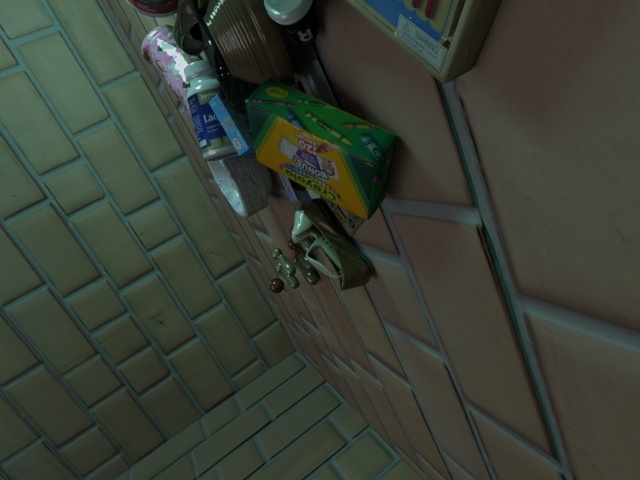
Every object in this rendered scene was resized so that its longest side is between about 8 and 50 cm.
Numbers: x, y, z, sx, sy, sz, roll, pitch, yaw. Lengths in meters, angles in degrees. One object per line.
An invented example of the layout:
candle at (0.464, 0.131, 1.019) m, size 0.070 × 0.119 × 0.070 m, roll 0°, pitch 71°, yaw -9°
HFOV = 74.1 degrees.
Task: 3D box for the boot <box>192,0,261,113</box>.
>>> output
boot at (-0.215, -0.426, 1.057) m, size 0.223 × 0.118 × 0.338 m, roll 117°, pitch 136°, yaw -73°

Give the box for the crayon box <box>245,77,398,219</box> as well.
crayon box at (-0.001, -0.172, 0.806) m, size 0.278 × 0.081 × 0.165 m, roll 30°, pitch 154°, yaw 17°

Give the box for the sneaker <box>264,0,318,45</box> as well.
sneaker at (-0.033, -0.357, 0.674) m, size 0.121 × 0.079 × 0.217 m, roll 53°, pitch -164°, yaw -47°

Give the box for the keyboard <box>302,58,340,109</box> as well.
keyboard at (0.033, -0.237, 0.867) m, size 0.072 × 0.014 × 0.256 m, roll 8°, pitch 128°, yaw 62°

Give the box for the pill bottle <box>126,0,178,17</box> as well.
pill bottle at (-0.404, -0.695, 0.995) m, size 0.176 × 0.176 × 0.318 m, roll 59°, pitch 163°, yaw -3°

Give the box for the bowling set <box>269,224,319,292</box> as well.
bowling set at (-0.126, 0.082, 1.555) m, size 0.154 × 0.199 × 0.287 m, roll 49°, pitch 157°, yaw 31°

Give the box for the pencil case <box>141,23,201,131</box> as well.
pencil case at (-0.442, -0.532, 1.422) m, size 0.386 × 0.167 × 0.160 m, roll 55°, pitch -166°, yaw 9°

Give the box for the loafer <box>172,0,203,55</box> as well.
loafer at (-0.353, -0.584, 1.186) m, size 0.087 × 0.094 × 0.251 m, roll 63°, pitch 163°, yaw -2°

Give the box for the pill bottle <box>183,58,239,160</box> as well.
pill bottle at (-0.304, -0.379, 1.249) m, size 0.153 × 0.153 × 0.265 m, roll 6°, pitch 112°, yaw 69°

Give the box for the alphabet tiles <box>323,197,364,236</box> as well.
alphabet tiles at (0.031, -0.136, 1.048) m, size 0.237 × 0.009 × 0.198 m, roll 55°, pitch 163°, yaw 9°

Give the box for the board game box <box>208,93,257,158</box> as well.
board game box at (-0.195, -0.296, 1.144) m, size 0.160 × 0.039 × 0.211 m, roll 60°, pitch -161°, yaw 4°

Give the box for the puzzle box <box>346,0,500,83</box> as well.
puzzle box at (0.052, -0.402, 0.461) m, size 0.409 × 0.052 × 0.272 m, roll 51°, pitch 161°, yaw 22°

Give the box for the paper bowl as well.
paper bowl at (-0.274, -0.233, 1.481) m, size 0.284 × 0.148 × 0.284 m, roll 51°, pitch 162°, yaw 24°

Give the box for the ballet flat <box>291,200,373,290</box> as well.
ballet flat at (0.000, 0.000, 1.171) m, size 0.342 × 0.124 × 0.116 m, roll 53°, pitch 162°, yaw 17°

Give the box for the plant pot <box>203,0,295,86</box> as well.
plant pot at (-0.148, -0.394, 0.818) m, size 0.237 × 0.109 × 0.237 m, roll 64°, pitch -179°, yaw -1°

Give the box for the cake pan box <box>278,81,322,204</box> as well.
cake pan box at (-0.063, -0.219, 1.038) m, size 0.267 × 0.070 × 0.245 m, roll 65°, pitch 165°, yaw -12°

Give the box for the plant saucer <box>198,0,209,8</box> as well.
plant saucer at (-0.218, -0.571, 0.799) m, size 0.241 × 0.037 × 0.241 m, roll 177°, pitch 90°, yaw -74°
